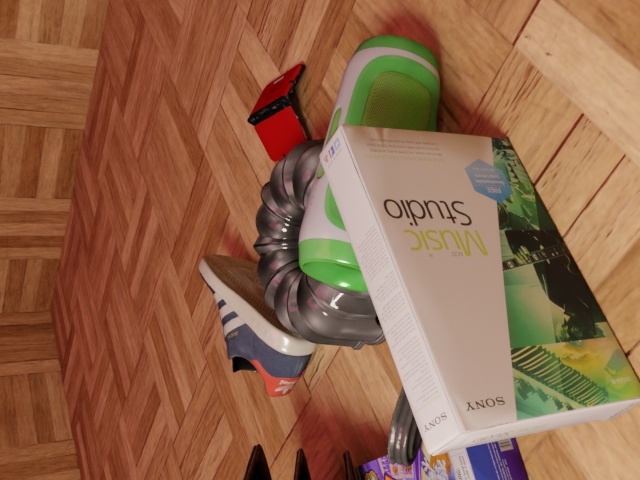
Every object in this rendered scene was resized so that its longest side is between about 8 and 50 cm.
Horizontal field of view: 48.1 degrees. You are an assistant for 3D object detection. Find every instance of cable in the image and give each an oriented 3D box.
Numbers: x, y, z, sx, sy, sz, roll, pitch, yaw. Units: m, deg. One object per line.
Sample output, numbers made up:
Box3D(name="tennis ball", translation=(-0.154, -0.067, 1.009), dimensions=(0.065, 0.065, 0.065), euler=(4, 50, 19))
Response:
Box3D(name="cable", translation=(0.114, 0.107, 0.834), dimensions=(0.072, 0.139, 0.287), euler=(15, 95, 18))

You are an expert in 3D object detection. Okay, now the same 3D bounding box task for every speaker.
Box3D(name="speaker", translation=(0.063, -0.094, 0.871), dimensions=(0.131, 0.131, 0.297), euler=(-16, 55, 58))

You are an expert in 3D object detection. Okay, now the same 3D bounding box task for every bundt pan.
Box3D(name="bundt pan", translation=(0.000, 0.000, 1.062), dimensions=(0.330, 0.124, 0.331), euler=(-1, 89, 60))

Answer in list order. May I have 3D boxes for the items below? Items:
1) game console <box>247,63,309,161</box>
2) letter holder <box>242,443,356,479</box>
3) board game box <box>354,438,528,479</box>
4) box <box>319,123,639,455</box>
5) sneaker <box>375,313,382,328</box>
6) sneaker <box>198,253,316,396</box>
Box3D(name="game console", translation=(-0.059, -0.223, 1.265), dimensions=(0.144, 0.085, 0.124), euler=(-12, 49, 58))
Box3D(name="letter holder", translation=(0.000, 0.442, 0.993), dimensions=(0.214, 0.151, 0.302), euler=(-83, -19, -82))
Box3D(name="board game box", translation=(0.169, 0.406, 0.823), dimensions=(0.233, 0.078, 0.347), euler=(-45, 53, 50))
Box3D(name="box", translation=(0.152, 0.030, 0.700), dimensions=(0.058, 0.232, 0.322), euler=(-52, 48, 47))
Box3D(name="sneaker", translation=(0.104, 0.109, 0.919), dimensions=(0.051, 0.089, 0.170), euler=(15, 103, 58))
Box3D(name="sneaker", translation=(-0.136, 0.147, 1.282), dimensions=(0.350, 0.131, 0.148), euler=(42, 121, 51))
